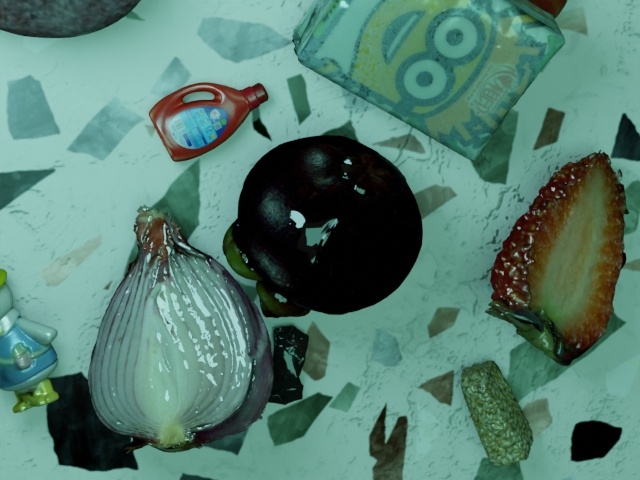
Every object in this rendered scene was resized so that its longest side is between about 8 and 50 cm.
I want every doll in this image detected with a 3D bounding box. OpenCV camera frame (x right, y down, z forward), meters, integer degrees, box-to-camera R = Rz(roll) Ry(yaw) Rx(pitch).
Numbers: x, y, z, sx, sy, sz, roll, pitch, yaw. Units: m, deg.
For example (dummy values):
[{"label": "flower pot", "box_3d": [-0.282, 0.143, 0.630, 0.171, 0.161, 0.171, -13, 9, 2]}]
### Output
[{"label": "doll", "box_3d": [-0.451, 0.129, 1.903, 0.099, 0.135, 0.241, -39, 112, -29]}]

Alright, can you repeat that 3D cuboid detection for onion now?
[{"label": "onion", "box_3d": [-0.190, 0.128, 1.926, 0.267, 0.159, 0.349, -6, 79, 16]}]

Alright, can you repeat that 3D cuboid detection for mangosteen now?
[{"label": "mangosteen", "box_3d": [0.003, 0.000, 1.882, 0.287, 0.233, 0.288, -20, 125, -32]}]

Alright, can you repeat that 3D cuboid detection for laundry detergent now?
[{"label": "laundry detergent", "box_3d": [-0.154, -0.183, 1.901, 0.165, 0.049, 0.097, -28, 105, -5]}]

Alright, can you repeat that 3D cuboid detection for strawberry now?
[{"label": "strawberry", "box_3d": [0.360, 0.021, 2.027, 0.233, 0.137, 0.306, 37, 70, -36]}]

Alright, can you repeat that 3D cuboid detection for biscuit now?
[{"label": "biscuit", "box_3d": [0.272, 0.269, 2.087, 0.070, 0.082, 0.168, -19, 110, 21]}]

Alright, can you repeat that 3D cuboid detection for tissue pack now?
[{"label": "tissue pack", "box_3d": [0.149, -0.283, 1.868, 0.311, 0.128, 0.228, 29, 115, -17]}]

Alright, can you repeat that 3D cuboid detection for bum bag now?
[{"label": "bum bag", "box_3d": [-0.049, 0.189, 2.025, 0.058, 0.034, 0.124, 7, 103, -3]}]

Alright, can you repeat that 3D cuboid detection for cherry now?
[{"label": "cherry", "box_3d": [-0.343, -0.374, 1.732, 0.300, 0.203, 0.230, -27, 115, 6]}]

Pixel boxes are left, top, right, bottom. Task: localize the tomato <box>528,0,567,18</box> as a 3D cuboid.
[{"label": "tomato", "box_3d": [0.298, -0.380, 1.920, 0.155, 0.069, 0.156, -2, 105, -9]}]
